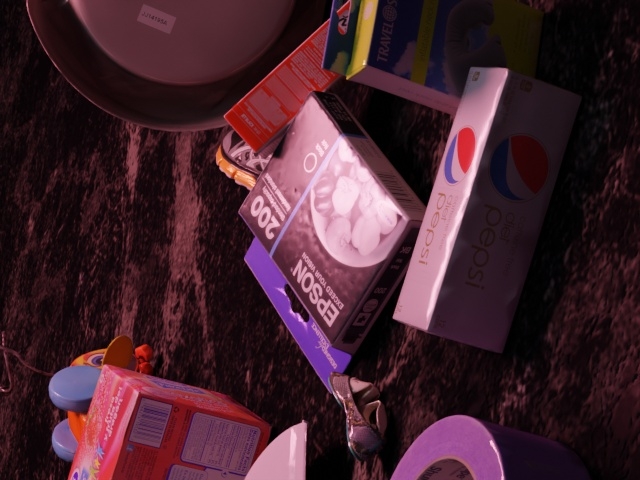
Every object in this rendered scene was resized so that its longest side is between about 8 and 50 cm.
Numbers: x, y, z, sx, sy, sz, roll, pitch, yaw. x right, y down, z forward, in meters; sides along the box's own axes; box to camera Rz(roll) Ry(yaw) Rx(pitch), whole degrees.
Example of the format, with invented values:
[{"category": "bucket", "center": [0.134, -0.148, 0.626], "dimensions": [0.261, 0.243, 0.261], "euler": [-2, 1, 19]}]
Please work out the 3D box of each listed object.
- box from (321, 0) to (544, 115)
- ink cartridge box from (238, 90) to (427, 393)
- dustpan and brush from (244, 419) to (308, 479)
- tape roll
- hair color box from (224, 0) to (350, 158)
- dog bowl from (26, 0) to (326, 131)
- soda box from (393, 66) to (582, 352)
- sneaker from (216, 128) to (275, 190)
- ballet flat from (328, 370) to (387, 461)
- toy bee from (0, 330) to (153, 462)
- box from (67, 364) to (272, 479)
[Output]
[{"category": "box", "center": [0.095, -0.165, 1.408], "dimensions": [0.042, 0.178, 0.109], "euler": [-24, 53, 60]}, {"category": "ink cartridge box", "center": [0.000, 0.000, 1.607], "dimensions": [0.208, 0.045, 0.206], "euler": [-60, 44, 26]}, {"category": "dustpan and brush", "center": [-0.050, 0.265, 1.604], "dimensions": [0.211, 0.060, 0.147], "euler": [-30, 52, 49]}, {"category": "tape roll", "center": [0.113, 0.225, 1.222], "dimensions": [0.189, 0.080, 0.189], "euler": [-47, 34, 47]}, {"category": "hair color box", "center": [-0.014, -0.156, 1.681], "dimensions": [0.167, 0.053, 0.093], "euler": [-41, -3, 2]}, {"category": "dog bowl", "center": [-0.151, -0.295, 1.873], "dimensions": [0.102, 0.349, 0.349], "euler": [-133, 62, -80]}, {"category": "soda box", "center": [0.132, -0.026, 1.360], "dimensions": [0.069, 0.074, 0.216], "euler": [16, 88, 67]}, {"category": "sneaker", "center": [-0.038, -0.081, 1.782], "dimensions": [0.215, 0.084, 0.083], "euler": [38, 110, 54]}, {"category": "ballet flat", "center": [0.037, 0.148, 1.508], "dimensions": [0.041, 0.041, 0.114], "euler": [-61, 26, 26]}, {"category": "toy bee", "center": [-0.246, 0.174, 1.997], "dimensions": [0.298, 0.162, 0.195], "euler": [52, 145, 26]}, {"category": "box", "center": [-0.179, 0.295, 1.737], "dimensions": [0.142, 0.154, 0.300], "euler": [21, 95, 67]}]
